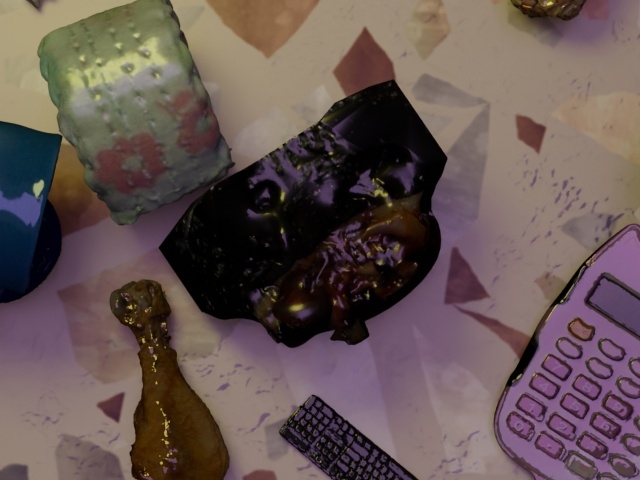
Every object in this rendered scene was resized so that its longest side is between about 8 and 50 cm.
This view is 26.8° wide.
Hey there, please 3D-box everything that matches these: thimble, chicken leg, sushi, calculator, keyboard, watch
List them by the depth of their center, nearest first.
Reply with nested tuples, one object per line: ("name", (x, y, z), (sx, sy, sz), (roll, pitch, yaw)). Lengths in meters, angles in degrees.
("watch", (-0.332, -0.021, 1.330), (0.171, 0.200, 0.196), (6, 64, -18))
("sushi", (0.001, 0.000, 1.361), (0.227, 0.215, 0.212), (-33, 89, -25))
("thimble", (-0.185, -0.131, 1.367), (0.149, 0.185, 0.211), (-22, 88, -3))
("chicken leg", (-0.161, 0.156, 1.380), (0.087, 0.107, 0.251), (-19, 75, 14))
("keyboard", (0.047, 0.243, 1.410), (0.195, 0.018, 0.060), (39, 81, 3))
("calculator", (0.310, 0.143, 1.417), (0.194, 0.043, 0.294), (33, 87, 2))

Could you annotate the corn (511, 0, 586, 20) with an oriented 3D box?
("corn", (0.267, -0.375, 1.412), (0.098, 0.098, 0.289), (12, 104, 1))

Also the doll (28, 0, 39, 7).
("doll", (-0.288, -0.292, 1.459), (0.058, 0.040, 0.085), (22, 79, 14))
